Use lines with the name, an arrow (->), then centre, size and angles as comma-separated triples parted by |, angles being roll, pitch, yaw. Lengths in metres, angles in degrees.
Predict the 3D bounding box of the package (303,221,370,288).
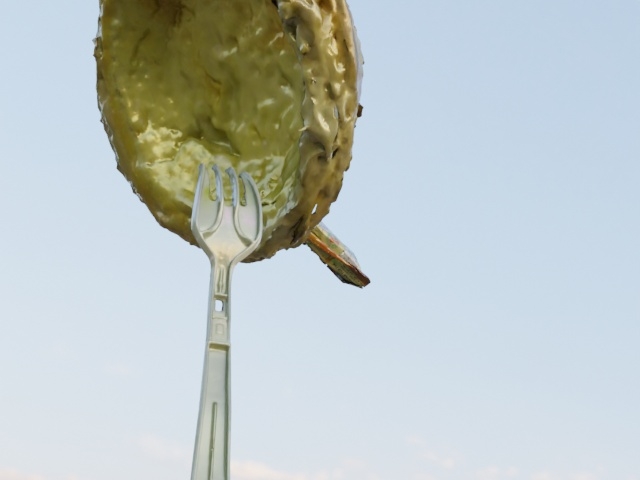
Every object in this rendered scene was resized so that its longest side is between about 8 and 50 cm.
package -> 0.000, 0.000, 1.452 | 0.108, 0.031, 0.121 | 43, 3, -18

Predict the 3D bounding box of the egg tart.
egg tart -> -0.043, -0.093, 0.744 | 0.090, 0.213, 0.212 | -18, 0, -40

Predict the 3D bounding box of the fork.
fork -> -0.046, 0.044, 0.599 | 0.034, 0.219, 0.028 | 16, -41, -19
